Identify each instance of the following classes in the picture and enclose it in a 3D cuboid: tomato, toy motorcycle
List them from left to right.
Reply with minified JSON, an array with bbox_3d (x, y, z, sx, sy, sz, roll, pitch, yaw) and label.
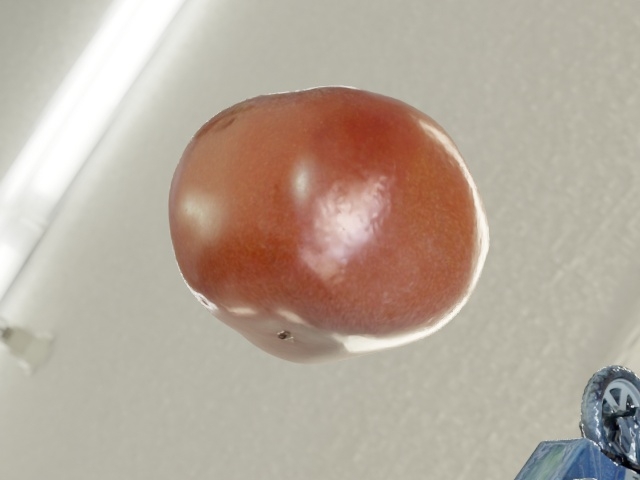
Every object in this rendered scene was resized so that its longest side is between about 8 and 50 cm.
[{"bbox_3d":[0.000,0.000,1.686,0.341,0.341,0.272,-27,-132,44],"label":"tomato"},{"bbox_3d":[0.150,0.189,0.929,0.092,0.135,0.254,-12,-156,45],"label":"toy motorcycle"}]
